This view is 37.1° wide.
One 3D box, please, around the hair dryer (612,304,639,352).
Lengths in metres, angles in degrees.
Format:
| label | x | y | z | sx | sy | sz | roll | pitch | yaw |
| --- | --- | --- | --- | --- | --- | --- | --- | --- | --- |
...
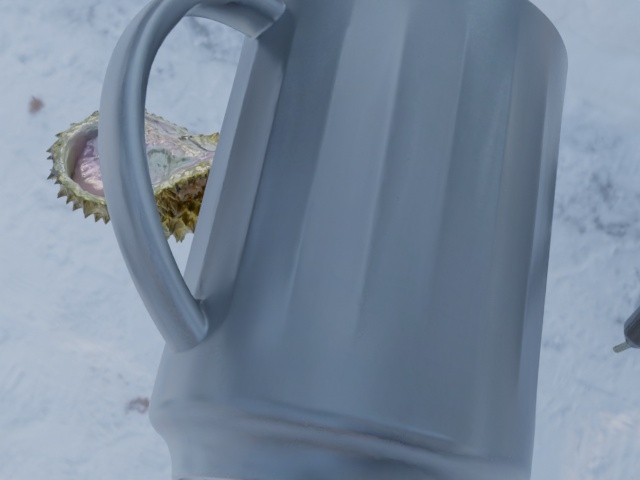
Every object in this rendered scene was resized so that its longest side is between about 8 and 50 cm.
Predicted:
| label | x | y | z | sx | sy | sz | roll | pitch | yaw |
| --- | --- | --- | --- | --- | --- | --- | --- | --- | --- |
| hair dryer | 0.281 | 0.016 | 0.730 | 0.124 | 0.219 | 0.071 | 14 | 41 | -14 |

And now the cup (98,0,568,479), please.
| label | x | y | z | sx | sy | sz | roll | pitch | yaw |
| --- | --- | --- | --- | --- | --- | --- | --- | --- | --- |
| cup | 0.000 | 0.000 | 0.613 | 0.237 | 0.323 | 0.327 | -17 | 55 | 53 |

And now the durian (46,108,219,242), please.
| label | x | y | z | sx | sy | sz | roll | pitch | yaw |
| --- | --- | --- | --- | --- | --- | --- | --- | --- | --- |
| durian | -0.206 | -0.071 | 1.138 | 0.250 | 0.138 | 0.183 | 25 | 66 | 25 |
